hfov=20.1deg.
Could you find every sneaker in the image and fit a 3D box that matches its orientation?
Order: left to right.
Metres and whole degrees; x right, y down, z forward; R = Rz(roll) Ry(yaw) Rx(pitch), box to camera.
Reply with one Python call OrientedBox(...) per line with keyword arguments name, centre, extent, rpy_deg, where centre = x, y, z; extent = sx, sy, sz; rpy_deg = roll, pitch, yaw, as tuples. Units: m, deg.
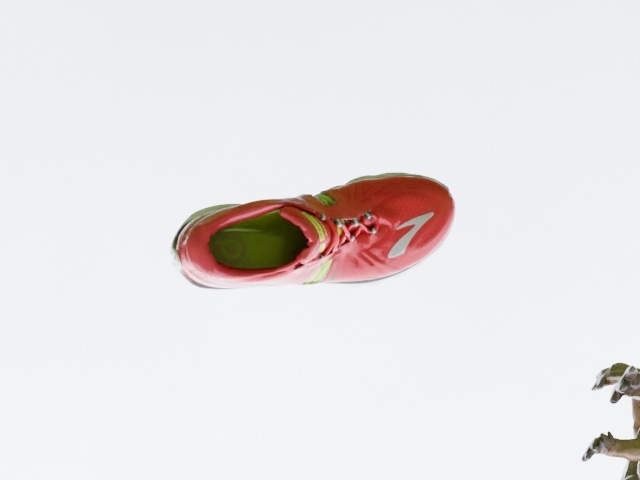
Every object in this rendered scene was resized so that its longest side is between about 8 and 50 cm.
OrientedBox(name="sneaker", centre=(0.000, 0.000, 1.687), extent=(0.279, 0.107, 0.118), rpy_deg=(-12, 180, -9))

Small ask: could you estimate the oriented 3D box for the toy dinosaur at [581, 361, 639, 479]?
OrientedBox(name="toy dinosaur", centre=(0.303, 0.208, 1.490), extent=(0.200, 0.127, 0.296), rpy_deg=(30, -114, -1))
